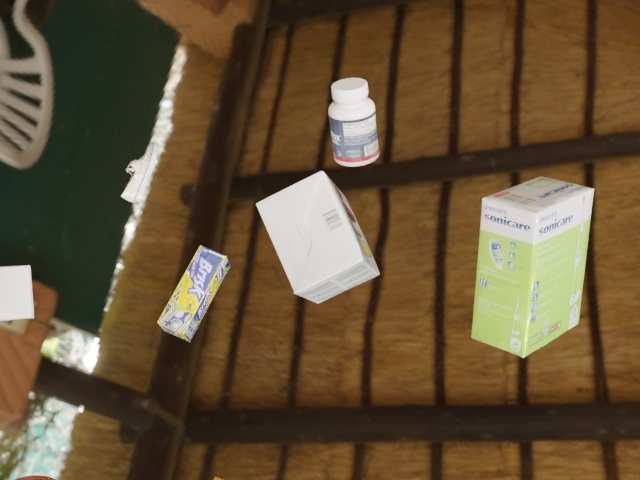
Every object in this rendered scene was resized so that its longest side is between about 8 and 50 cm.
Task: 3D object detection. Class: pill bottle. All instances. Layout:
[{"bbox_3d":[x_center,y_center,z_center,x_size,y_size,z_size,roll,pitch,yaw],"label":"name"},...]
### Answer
[{"bbox_3d":[0.073,-0.268,1.943,0.108,0.108,0.180,-116,-164,-58],"label":"pill bottle"}]

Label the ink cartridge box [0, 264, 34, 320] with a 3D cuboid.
[{"bbox_3d":[-0.834,0.130,2.002,0.223,0.308,0.128,168,-81,-68],"label":"ink cartridge box"}]

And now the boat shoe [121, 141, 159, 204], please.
[{"bbox_3d":[-0.260,-0.100,1.234,0.035,0.035,0.100,-32,-141,65],"label":"boat shoe"}]

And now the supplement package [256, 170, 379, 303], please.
[{"bbox_3d":[0.000,0.000,1.688,0.149,0.203,0.194,-25,-104,7],"label":"supplement package"}]

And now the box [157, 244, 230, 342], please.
[{"bbox_3d":[-0.233,0.098,1.602,0.054,0.059,0.168,82,33,-66],"label":"box"}]

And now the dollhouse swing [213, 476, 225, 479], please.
[{"bbox_3d":[-0.171,0.787,1.978,0.305,0.315,0.347,-51,-151,-18],"label":"dollhouse swing"}]

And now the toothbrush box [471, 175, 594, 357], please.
[{"bbox_3d":[0.396,0.044,1.609,0.122,0.206,0.283,20,-61,40],"label":"toothbrush box"}]

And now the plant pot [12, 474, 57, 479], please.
[{"bbox_3d":[-0.333,0.491,1.209,0.265,0.272,0.272,4,-113,28],"label":"plant pot"}]
